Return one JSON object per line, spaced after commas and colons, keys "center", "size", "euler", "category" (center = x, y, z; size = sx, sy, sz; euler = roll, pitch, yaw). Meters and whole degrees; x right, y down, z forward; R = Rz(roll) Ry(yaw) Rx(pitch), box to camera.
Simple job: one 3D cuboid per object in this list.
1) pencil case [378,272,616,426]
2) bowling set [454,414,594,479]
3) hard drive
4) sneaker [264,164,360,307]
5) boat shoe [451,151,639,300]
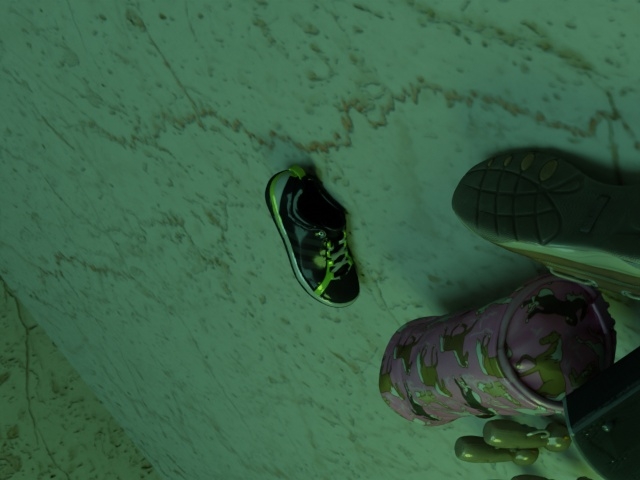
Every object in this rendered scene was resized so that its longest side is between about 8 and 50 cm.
{"center": [0.206, 0.145, 1.369], "size": [0.167, 0.160, 0.386], "euler": [23, 161, -14], "category": "pencil case"}
{"center": [0.285, 0.295, 1.546], "size": [0.154, 0.199, 0.287], "euler": [8, 160, -17], "category": "bowling set"}
{"center": [0.357, 0.186, 1.198], "size": [0.255, 0.172, 0.054], "euler": [41, -165, -52], "category": "hard drive"}
{"center": [0.000, 0.000, 1.583], "size": [0.097, 0.084, 0.234], "euler": [-3, 124, 53], "category": "sneaker"}
{"center": [0.276, -0.004, 1.184], "size": [0.324, 0.123, 0.116], "euler": [24, 160, 47], "category": "boat shoe"}
